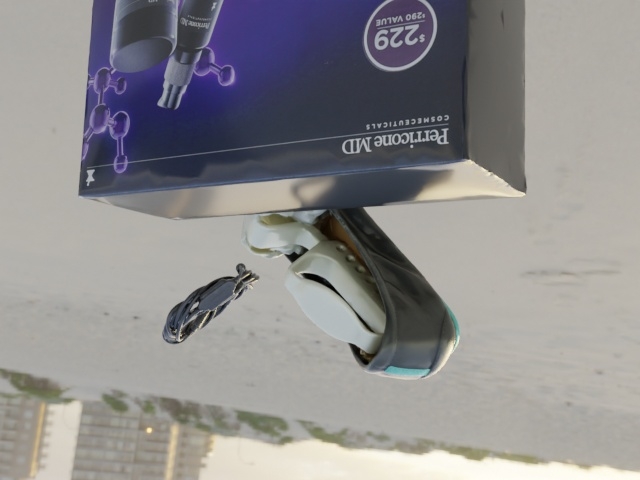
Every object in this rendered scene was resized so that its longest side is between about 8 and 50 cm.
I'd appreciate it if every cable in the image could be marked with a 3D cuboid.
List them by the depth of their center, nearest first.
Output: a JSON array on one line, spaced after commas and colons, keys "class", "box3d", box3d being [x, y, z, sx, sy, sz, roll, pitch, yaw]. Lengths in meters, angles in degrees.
[{"class": "cable", "box3d": [-0.185, 0.104, 1.275, 0.047, 0.184, 0.150, 50, 180, 6]}]

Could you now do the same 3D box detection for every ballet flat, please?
[{"class": "ballet flat", "box3d": [0.000, 0.000, 0.629, 0.096, 0.095, 0.280, -10, -135, -38]}]

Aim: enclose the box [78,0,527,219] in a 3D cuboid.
[{"class": "box", "box3d": [-0.016, -0.114, 0.468, 0.261, 0.184, 0.103, -3, 174, 31]}]
